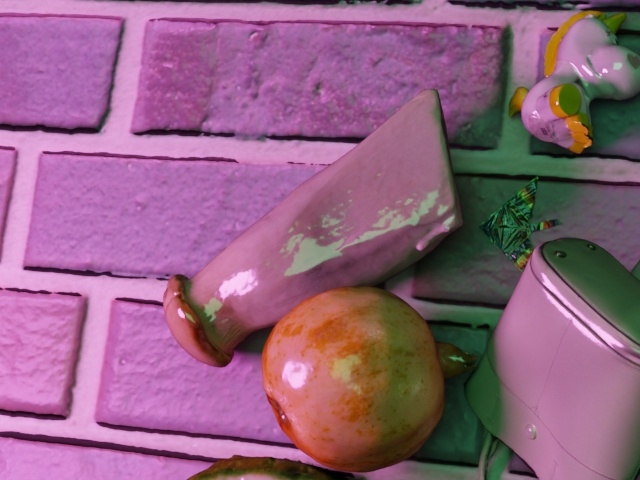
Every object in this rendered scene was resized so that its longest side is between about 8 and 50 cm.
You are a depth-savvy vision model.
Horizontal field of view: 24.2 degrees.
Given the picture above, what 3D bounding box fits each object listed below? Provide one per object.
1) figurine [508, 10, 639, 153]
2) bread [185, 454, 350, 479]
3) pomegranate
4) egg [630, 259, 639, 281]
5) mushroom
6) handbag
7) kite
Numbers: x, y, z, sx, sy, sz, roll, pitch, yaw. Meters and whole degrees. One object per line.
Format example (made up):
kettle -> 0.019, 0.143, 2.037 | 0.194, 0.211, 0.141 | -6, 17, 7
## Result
figurine -> 0.294, -0.189, 1.679 | 0.178, 0.109, 0.129 | -50, 47, -3
bread -> -0.012, 0.390, 1.605 | 0.382, 0.129, 0.366 | -35, 70, 5
pomegranate -> 0.037, 0.148, 1.606 | 0.207, 0.207, 0.207 | -4, 76, 15
egg -> 0.405, 0.055, 1.551 | 0.209, 0.151, 0.151 | -26, 71, 17
mushroom -> 0.007, 0.006, 1.689 | 0.407, 0.137, 0.154 | -37, 82, 8
handbag -> 0.255, 0.169, 1.559 | 0.241, 0.109, 0.315 | 48, 135, 37
kite -> 0.225, -0.013, 1.697 | 0.090, 0.004, 0.122 | -4, 76, 15
